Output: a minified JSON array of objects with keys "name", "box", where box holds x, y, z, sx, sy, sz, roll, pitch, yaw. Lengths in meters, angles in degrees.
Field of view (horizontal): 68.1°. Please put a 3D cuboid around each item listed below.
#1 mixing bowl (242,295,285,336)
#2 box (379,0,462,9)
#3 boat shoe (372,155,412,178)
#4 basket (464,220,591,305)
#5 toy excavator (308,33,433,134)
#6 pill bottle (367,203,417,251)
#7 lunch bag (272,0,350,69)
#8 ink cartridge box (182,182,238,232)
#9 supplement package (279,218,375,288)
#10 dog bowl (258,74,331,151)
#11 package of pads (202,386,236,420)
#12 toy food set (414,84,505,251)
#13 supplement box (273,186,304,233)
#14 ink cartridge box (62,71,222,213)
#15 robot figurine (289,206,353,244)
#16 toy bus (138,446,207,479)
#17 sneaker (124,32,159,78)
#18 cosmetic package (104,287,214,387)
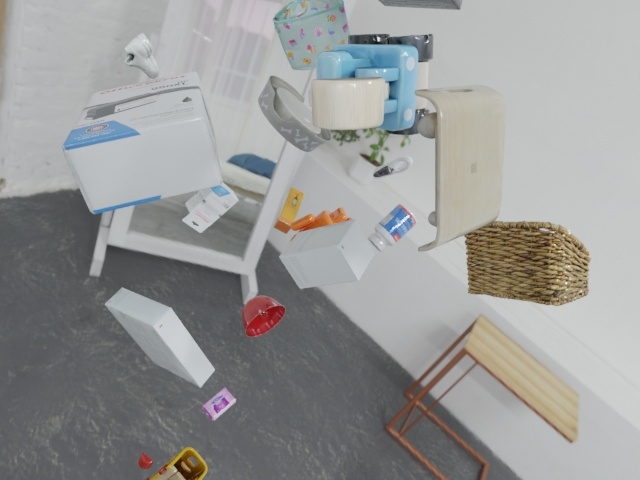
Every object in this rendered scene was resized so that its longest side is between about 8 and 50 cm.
[{"name":"mixing bowl","box":[-0.238,0.282,1.853,0.181,0.181,0.098,-8,47,-45]},{"name":"box","box":[0.283,-0.897,1.489,0.293,0.212,0.395,17,15,25]},{"name":"boat shoe","box":[0.309,-0.314,2.059,0.063,0.184,0.066,-48,122,-54]},{"name":"basket","box":[0.583,0.042,1.334,0.213,0.223,0.299,-9,6,-33]},{"name":"toy excavator","box":[0.078,-0.322,1.028,0.445,0.223,0.432,-19,30,-33]},{"name":"pill bottle","box":[0.329,-0.053,2.181,0.124,0.221,0.124,46,-1,2]},{"name":"lunch bag","box":[-0.028,-0.779,1.771,0.223,0.262,0.160,64,9,-54]},{"name":"ink cartridge box","box":[-0.385,-0.121,1.624,0.060,0.180,0.104,54,6,38]},{"name":"supplement package","box":[0.015,0.034,1.106,0.105,0.179,0.105,59,43,-21]},{"name":"dog bowl","box":[-0.110,-0.509,1.942,0.348,0.102,0.349,39,25,-23]},{"name":"package of pads","box":[-0.279,0.451,1.307,0.050,0.032,0.083,40,50,19]},{"name":"toy food set","box":[0.268,-0.148,0.948,0.219,0.306,0.092,-18,22,-38]},{"name":"supplement box","box":[-0.151,-0.148,2.294,0.078,0.080,0.234,28,52,-12]},{"name":"ink cartridge box","box":[-0.404,-0.253,1.129,0.285,0.166,0.395,-14,34,-8]},{"name":"robot figurine","box":[-0.001,-0.002,1.369,0.158,0.219,0.128,29,25,-57]},{"name":"toy bus","box":[-0.394,0.641,1.274,0.202,0.191,0.104,8,20,21]},{"name":"sneaker","box":[-0.602,-0.598,1.573,0.094,0.212,0.080,-38,85,-15]},{"name":"cosmetic package","box":[-0.586,0.361,1.749,0.284,0.377,0.097,15,50,34]}]
